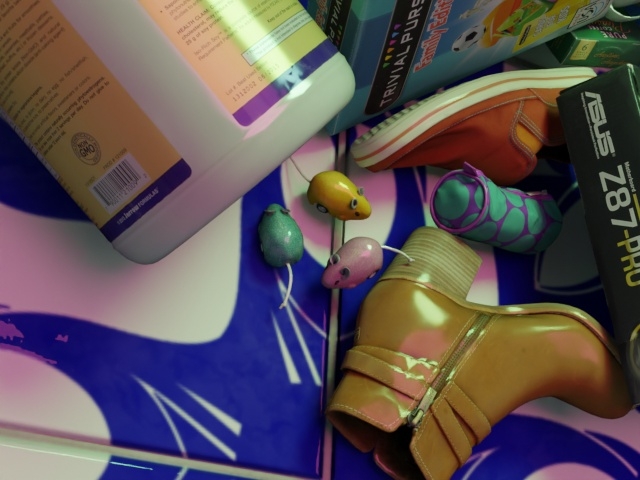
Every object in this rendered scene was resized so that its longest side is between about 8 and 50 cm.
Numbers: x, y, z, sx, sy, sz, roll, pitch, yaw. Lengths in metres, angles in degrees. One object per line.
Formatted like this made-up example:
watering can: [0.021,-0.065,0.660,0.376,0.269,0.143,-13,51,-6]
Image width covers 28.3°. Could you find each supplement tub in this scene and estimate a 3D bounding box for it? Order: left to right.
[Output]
supplement tub: [-0.158,-0.173,0.998,0.331,0.241,0.241,51,54,-6]

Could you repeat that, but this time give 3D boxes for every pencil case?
pencil case: [0.172,-0.029,1.233,0.151,0.064,0.070,11,109,-50]

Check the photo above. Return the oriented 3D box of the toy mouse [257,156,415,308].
toy mouse: [0.000,0.000,1.133,0.161,0.031,0.143,31,63,8]

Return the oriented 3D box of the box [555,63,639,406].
box: [0.407,0.012,1.307,0.395,0.097,0.318,10,66,-49]

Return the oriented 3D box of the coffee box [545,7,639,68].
coffee box: [0.266,-0.259,1.377,0.113,0.040,0.184,-2,48,-32]

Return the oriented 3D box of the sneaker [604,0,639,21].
sneaker: [0.360,-0.399,1.342,0.210,0.137,0.366,-14,71,9]

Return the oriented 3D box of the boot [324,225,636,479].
boot: [0.151,0.140,1.150,0.283,0.109,0.220,37,55,-12]

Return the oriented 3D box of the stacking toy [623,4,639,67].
stacking toy: [0.492,-0.245,1.504,0.301,0.175,0.166,-20,82,-47]

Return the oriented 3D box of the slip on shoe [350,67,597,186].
slip on shoe: [0.171,-0.104,1.259,0.331,0.123,0.101,-12,83,-40]

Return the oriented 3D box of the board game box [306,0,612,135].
board game box: [0.150,-0.249,1.153,0.336,0.254,0.079,-26,69,-19]
